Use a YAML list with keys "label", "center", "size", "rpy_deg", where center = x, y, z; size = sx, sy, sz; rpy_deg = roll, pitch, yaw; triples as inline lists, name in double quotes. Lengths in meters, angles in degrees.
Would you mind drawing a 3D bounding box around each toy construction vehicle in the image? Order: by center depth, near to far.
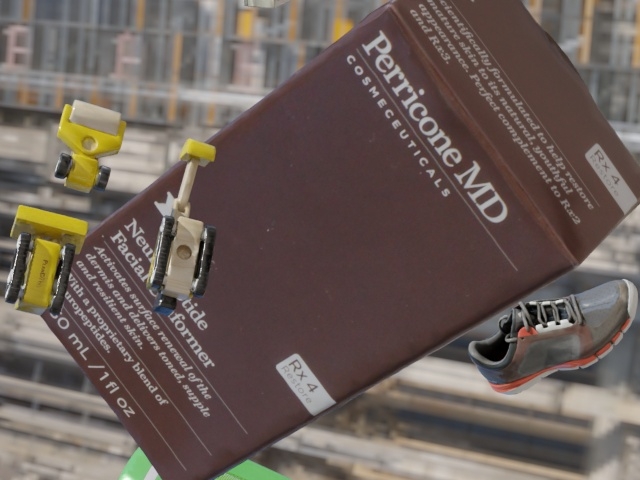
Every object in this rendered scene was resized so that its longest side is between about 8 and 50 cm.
- label: "toy construction vehicle"
  center: [-0.090, -0.006, 0.794]
  size: [0.035, 0.086, 0.098]
  rpy_deg: [133, 147, -64]

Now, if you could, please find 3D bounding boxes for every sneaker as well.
- label: "sneaker"
  center: [0.192, 0.075, 1.526]
  size: [0.065, 0.158, 0.061]
  rpy_deg: [39, -152, -33]

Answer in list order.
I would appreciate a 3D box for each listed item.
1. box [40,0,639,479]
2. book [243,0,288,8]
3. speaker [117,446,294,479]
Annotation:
- label: "box"
  center: [0.000, 0.000, 1.179]
  size: [0.191, 0.381, 0.143]
  rpy_deg: [53, -144, -2]
- label: "book"
  center: [-0.021, -0.235, 1.212]
  size: [0.096, 0.035, 0.144]
  rpy_deg: [-36, -51, -59]
- label: "speaker"
  center: [-0.033, 0.274, 1.558]
  size: [0.131, 0.296, 0.131]
  rpy_deg: [-59, -16, -30]
